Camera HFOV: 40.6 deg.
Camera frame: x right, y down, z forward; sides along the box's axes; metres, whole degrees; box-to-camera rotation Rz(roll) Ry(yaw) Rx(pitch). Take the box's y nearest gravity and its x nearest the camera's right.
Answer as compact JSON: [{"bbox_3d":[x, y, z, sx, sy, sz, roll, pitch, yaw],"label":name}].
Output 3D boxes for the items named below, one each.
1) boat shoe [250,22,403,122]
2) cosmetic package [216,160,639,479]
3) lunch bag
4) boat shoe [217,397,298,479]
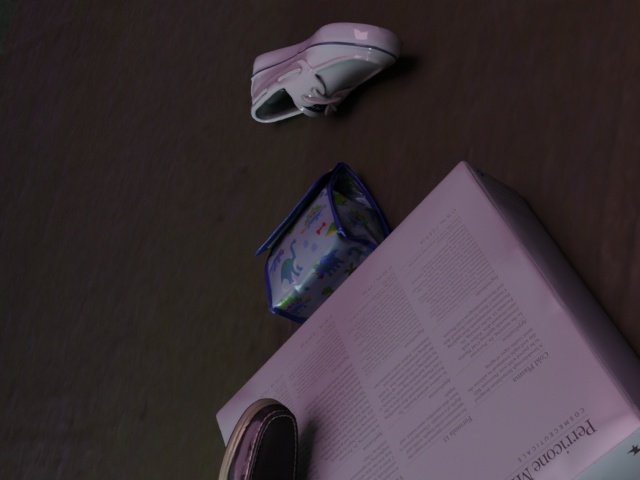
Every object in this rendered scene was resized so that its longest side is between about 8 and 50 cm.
[{"bbox_3d":[0.001,-0.188,1.025,0.258,0.095,0.084,-5,73,58],"label":"boat shoe"},{"bbox_3d":[0.082,0.163,0.754,0.377,0.097,0.284,-47,42,24],"label":"cosmetic package"},{"bbox_3d":[0.000,0.000,0.931,0.129,0.096,0.151,-48,29,25],"label":"lunch bag"},{"bbox_3d":[-0.045,0.250,0.732,0.073,0.080,0.224,8,85,44],"label":"boat shoe"}]
